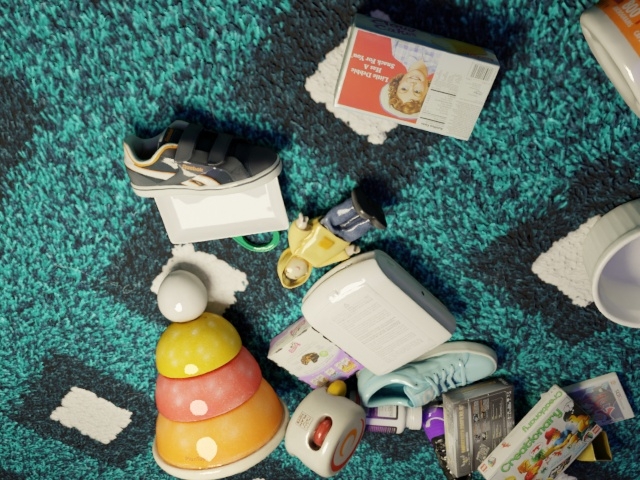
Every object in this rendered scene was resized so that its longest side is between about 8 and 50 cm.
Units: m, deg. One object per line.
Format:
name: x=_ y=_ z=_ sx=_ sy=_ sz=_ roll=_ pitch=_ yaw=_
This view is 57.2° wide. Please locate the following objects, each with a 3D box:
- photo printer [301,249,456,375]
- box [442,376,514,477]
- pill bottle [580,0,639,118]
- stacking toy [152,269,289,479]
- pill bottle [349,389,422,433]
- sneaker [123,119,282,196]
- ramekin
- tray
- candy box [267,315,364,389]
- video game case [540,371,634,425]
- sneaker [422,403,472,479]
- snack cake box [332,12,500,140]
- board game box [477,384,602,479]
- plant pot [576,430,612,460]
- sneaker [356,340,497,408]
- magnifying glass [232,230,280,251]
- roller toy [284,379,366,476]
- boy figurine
photo printer: x=0.127 y=0.168 z=1.388 sx=0.256 sy=0.107 sz=0.307 roll=-37 pitch=117 yaw=28
box: x=0.422 y=0.493 z=1.555 sx=0.183 sy=0.056 sz=0.230 roll=-12 pitch=107 yaw=-14
pill bottle: x=0.635 y=-0.377 z=0.898 sx=0.392 sy=0.224 sz=0.224 roll=-33 pitch=117 yaw=24
stacking toy: x=-0.282 y=0.296 z=1.441 sx=0.351 sy=0.350 sz=0.479 roll=-7 pitch=107 yaw=9
pill bottle: x=0.174 y=0.468 z=1.600 sx=0.194 sy=0.108 sz=0.108 roll=4 pitch=125 yaw=2
sneaker: x=-0.243 y=-0.165 z=1.171 sx=0.321 sy=0.126 sz=0.127 roll=-5 pitch=128 yaw=8
ramekin: x=0.701 y=0.041 z=1.245 sx=0.278 sy=0.135 sz=0.277 roll=2 pitch=126 yaw=3
tray: x=-0.211 y=-0.074 z=1.266 sx=0.271 sy=0.030 sz=0.145 roll=-8 pitch=123 yaw=7
candy box: x=-0.008 y=0.288 z=1.509 sx=0.196 sy=0.070 sz=0.165 roll=40 pitch=119 yaw=-22
video game case: x=0.728 y=0.450 z=1.601 sx=0.201 sy=0.023 sz=0.183 roll=-24 pitch=120 yaw=20
sneaker: x=0.367 y=0.586 z=1.646 sx=0.102 sy=0.146 sz=0.293 roll=-20 pitch=122 yaw=18
snack cake box: x=0.169 y=-0.295 z=1.072 sx=0.265 sy=0.089 sz=0.152 roll=14 pitch=127 yaw=-5
board game box: x=0.584 y=0.552 z=1.559 sx=0.193 sy=0.053 sz=0.305 roll=41 pitch=91 yaw=-23
plant pot: x=0.751 y=0.580 z=1.650 sx=0.082 sy=0.081 sz=0.083 roll=12 pitch=152 yaw=-30
sneaker: x=0.273 y=0.365 z=1.495 sx=0.366 sy=0.150 sz=0.135 roll=-13 pitch=124 yaw=13
magnifying glass: x=-0.204 y=-0.035 z=1.325 sx=0.231 sy=0.026 sz=0.092 roll=16 pitch=125 yaw=-9
roller toy: x=0.009 y=0.473 z=1.474 sx=0.146 sy=0.191 sz=0.209 roll=24 pitch=123 yaw=29
boy figurine: x=0.000 y=0.000 z=1.288 sx=0.285 sy=0.092 sz=0.177 roll=-36 pitch=131 yaw=23
